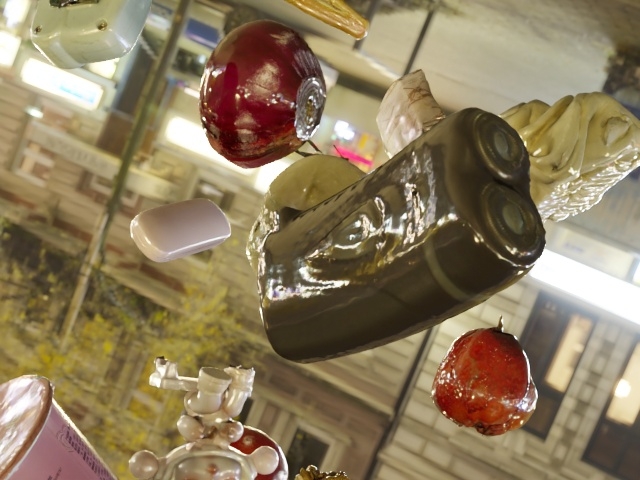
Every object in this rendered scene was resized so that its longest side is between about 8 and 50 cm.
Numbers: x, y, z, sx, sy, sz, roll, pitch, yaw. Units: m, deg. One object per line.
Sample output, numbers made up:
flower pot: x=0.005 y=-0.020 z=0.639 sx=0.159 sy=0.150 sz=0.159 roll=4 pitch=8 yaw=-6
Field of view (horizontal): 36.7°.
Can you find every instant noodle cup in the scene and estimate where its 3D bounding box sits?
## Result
instant noodle cup: x=-0.318 y=0.310 z=1.055 sx=0.231 sy=0.243 sz=0.243 roll=54 pitch=171 yaw=-25

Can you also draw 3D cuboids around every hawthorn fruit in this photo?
hawthorn fruit: x=0.237 y=0.190 z=1.369 sx=0.148 sy=0.172 sz=0.148 roll=12 pitch=167 yaw=3

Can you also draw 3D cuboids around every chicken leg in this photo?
chicken leg: x=-0.038 y=0.431 z=1.561 sx=0.101 sy=0.207 sz=0.085 roll=62 pitch=167 yaw=20

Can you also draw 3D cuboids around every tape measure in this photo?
tape measure: x=-0.468 y=-0.478 z=1.945 sx=0.246 sy=0.243 sz=0.125 roll=-5 pitch=153 yaw=22

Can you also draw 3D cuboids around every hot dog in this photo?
hot dog: x=0.009 y=-0.331 z=1.370 sx=0.137 sy=0.044 sz=0.028 roll=27 pitch=-171 yaw=6
hot dog: x=0.117 y=-0.141 z=1.205 sx=0.059 sy=0.108 sz=0.191 roll=17 pitch=-151 yaw=-17

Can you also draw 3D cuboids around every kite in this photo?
kite: x=0.007 y=-0.210 z=2.398 sx=0.182 sy=0.010 sz=0.160 roll=4 pitch=-146 yaw=-36

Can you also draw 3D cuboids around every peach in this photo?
peach: x=-0.167 y=0.490 z=2.065 sx=0.197 sy=0.197 sz=0.197 roll=22 pitch=-175 yaw=-2

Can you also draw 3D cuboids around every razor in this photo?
razor: x=0.075 y=0.005 z=1.037 sx=0.113 sy=0.204 sz=0.349 roll=22 pitch=144 yaw=-37

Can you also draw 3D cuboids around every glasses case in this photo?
glasses case: x=-0.301 y=-0.025 z=2.111 sx=0.113 sy=0.075 sz=0.297 roll=57 pitch=-152 yaw=8

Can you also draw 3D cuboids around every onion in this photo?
onion: x=-0.142 y=-0.348 z=2.215 sx=0.282 sy=0.337 sz=0.260 roll=28 pitch=165 yaw=26

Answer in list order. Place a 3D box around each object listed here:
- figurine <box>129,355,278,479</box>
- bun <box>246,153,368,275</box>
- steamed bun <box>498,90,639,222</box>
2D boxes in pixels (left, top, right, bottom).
figurine: x=-0.165 y=0.291 z=1.305 sx=0.182 sy=0.257 sz=0.144 roll=9 pitch=178 yaw=-43
bun: x=0.005 y=-0.002 z=1.579 sx=0.272 sy=0.273 sz=0.168 roll=24 pitch=-173 yaw=20
steamed bun: x=0.452 y=-0.178 z=1.961 sx=0.237 sy=0.394 sz=0.346 roll=63 pitch=-170 yaw=20
